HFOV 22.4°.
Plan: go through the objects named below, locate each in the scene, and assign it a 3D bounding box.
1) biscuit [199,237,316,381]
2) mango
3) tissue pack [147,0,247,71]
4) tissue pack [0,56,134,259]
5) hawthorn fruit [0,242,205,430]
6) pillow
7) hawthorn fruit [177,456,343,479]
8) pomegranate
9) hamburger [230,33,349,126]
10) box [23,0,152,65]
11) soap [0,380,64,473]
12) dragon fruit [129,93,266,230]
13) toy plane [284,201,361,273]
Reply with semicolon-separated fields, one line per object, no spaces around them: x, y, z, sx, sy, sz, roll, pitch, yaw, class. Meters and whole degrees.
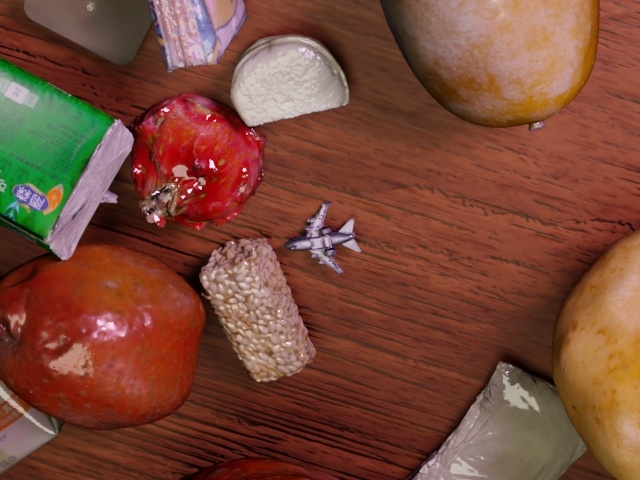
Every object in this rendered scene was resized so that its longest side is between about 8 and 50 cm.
-0.068;0.077;1.759;0.082;0.070;0.168;-12;119;25;biscuit
0.135;-0.274;1.431;0.199;0.221;0.384;-27;110;-5;mango
-0.125;-0.255;1.550;0.065;0.115;0.155;-3;120;16;tissue pack
-0.313;-0.090;1.657;0.209;0.156;0.148;27;81;10;tissue pack
-0.256;0.096;1.696;0.262;0.210;0.210;14;132;-44;hawthorn fruit
0.205;0.242;1.814;0.148;0.050;0.229;27;122;-13;pillow
-0.030;0.433;1.801;0.403;0.403;0.402;5;120;8;hawthorn fruit
0.377;0.121;1.585;0.307;0.307;0.307;5;120;8;pomegranate
-0.034;-0.167;1.623;0.121;0.054;0.084;-7;114;12;hamburger
-0.228;-0.240;1.629;0.126;0.031;0.091;26;121;-5;box
-0.397;0.166;1.836;0.199;0.138;0.182;-34;107;27;soap
-0.134;-0.064;1.668;0.153;0.111;0.153;4;124;6;dragon fruit
0.000;0.000;1.724;0.083;0.031;0.078;-9;102;14;toy plane
